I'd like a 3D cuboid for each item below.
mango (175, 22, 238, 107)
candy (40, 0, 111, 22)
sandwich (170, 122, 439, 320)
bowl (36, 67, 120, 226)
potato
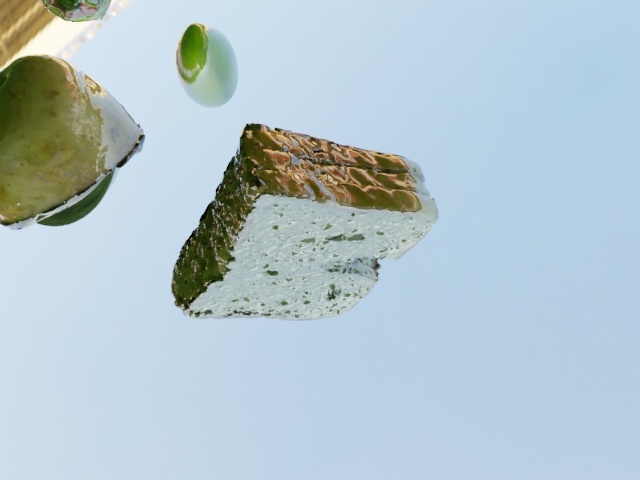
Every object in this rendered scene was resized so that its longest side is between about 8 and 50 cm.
[{"bbox_3d":[-0.290,-0.454,2.002,0.156,0.343,0.192,-11,-98,-4],"label":"mango"},{"bbox_3d":[-0.337,-0.340,1.077,0.083,0.091,0.305,-55,-156,3],"label":"candy"},{"bbox_3d":[-0.021,-0.003,0.930,0.273,0.249,0.095,-52,-139,47],"label":"sandwich"},{"bbox_3d":[-0.490,-0.189,1.565,0.314,0.146,0.313,3,-82,21],"label":"bowl"},{"bbox_3d":[-0.451,-0.175,1.272,0.286,0.242,0.242,-24,-126,7],"label":"potato"}]
